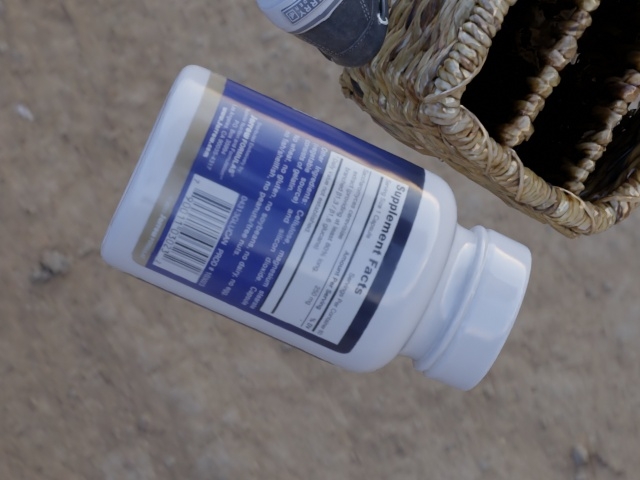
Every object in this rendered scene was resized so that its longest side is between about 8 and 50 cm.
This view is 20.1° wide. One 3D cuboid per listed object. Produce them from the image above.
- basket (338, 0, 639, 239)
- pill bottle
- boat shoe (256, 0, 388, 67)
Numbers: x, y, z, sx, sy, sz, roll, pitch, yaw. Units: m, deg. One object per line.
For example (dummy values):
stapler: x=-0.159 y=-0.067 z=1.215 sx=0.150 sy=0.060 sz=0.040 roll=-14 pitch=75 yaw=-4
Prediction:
basket: x=0.186 y=-0.154 z=1.102 sx=0.299 sy=0.213 sz=0.223 roll=-58 pitch=15 yaw=-1
pill bottle: x=0.000 y=0.000 z=0.774 sx=0.169 sy=0.094 sz=0.094 roll=25 pitch=62 yaw=-8
boat shoe: x=0.006 y=-0.172 z=1.077 sx=0.080 sy=0.076 sz=0.228 roll=-40 pitch=26 yaw=16
